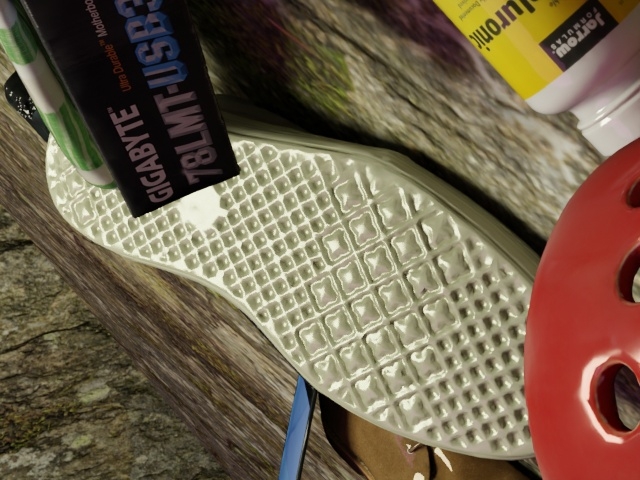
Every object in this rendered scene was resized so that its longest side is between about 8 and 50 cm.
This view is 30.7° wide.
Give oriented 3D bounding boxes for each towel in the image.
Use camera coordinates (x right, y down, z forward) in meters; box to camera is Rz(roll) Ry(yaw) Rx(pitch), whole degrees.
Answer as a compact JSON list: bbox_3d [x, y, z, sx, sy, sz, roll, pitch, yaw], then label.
[{"bbox_3d":[-0.203,-0.192,0.706,0.325,0.038,0.248,79,165,-62],"label":"towel"}]

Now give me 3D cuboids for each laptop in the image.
[{"bbox_3d":[-0.079,0.138,1.160,0.264,0.136,0.234,47,179,-5],"label":"laptop"}]

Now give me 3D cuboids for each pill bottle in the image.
[{"bbox_3d":[0.092,-0.091,0.462,0.116,0.065,0.065,46,163,-4],"label":"pill bottle"}]

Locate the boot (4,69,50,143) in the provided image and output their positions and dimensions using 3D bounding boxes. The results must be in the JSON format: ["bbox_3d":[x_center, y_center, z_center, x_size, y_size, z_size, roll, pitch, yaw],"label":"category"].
[{"bbox_3d":[-0.227,-0.096,1.137,0.246,0.094,0.207,11,146,51],"label":"boot"}]

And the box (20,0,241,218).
[{"bbox_3d":[-0.135,-0.202,0.544,0.293,0.073,0.295,77,169,-65],"label":"box"}]

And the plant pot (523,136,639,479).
[{"bbox_3d":[0.184,0.036,0.345,0.191,0.191,0.174,49,154,-9],"label":"plant pot"}]

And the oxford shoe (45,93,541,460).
[{"bbox_3d":[0.000,0.000,0.806,0.449,0.169,0.130,26,-164,31],"label":"oxford shoe"}]

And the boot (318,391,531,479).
[{"bbox_3d":[0.095,0.189,1.040,0.305,0.112,0.115,33,148,42],"label":"boot"}]
